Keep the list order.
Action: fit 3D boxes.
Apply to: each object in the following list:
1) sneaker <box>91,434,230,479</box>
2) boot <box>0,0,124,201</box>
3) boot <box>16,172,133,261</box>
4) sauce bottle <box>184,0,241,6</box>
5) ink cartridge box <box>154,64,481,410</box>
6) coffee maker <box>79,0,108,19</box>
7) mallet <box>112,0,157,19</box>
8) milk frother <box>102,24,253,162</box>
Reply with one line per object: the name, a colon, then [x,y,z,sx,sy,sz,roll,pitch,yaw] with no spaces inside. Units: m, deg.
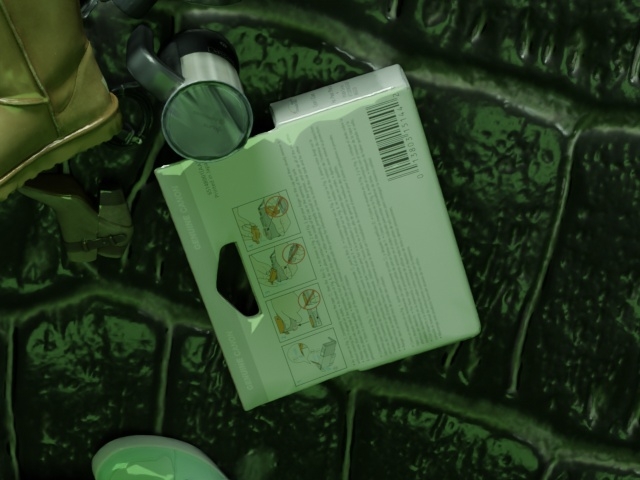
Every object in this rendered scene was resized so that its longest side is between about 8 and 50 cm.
sneaker: [-0.126,0.306,1.929,0.256,0.151,0.094,32,109,-20]
boot: [-0.303,-0.171,1.547,0.236,0.089,0.269,-32,127,-20]
boot: [-0.244,-0.019,1.813,0.118,0.042,0.087,6,123,-4]
sauce bottle: [-0.081,-0.379,1.617,0.111,0.111,0.344,2,117,-10]
ink cartridge box: [0.000,0.000,1.843,0.261,0.066,0.296,-18,117,1]
coffee maker: [-0.284,-0.267,1.639,0.171,0.120,0.178,-33,115,6]
mallet: [-0.214,-0.287,1.686,0.062,0.039,0.189,-40,111,13]
milk frother: [-0.143,-0.118,1.723,0.129,0.135,0.143,18,113,-16]
